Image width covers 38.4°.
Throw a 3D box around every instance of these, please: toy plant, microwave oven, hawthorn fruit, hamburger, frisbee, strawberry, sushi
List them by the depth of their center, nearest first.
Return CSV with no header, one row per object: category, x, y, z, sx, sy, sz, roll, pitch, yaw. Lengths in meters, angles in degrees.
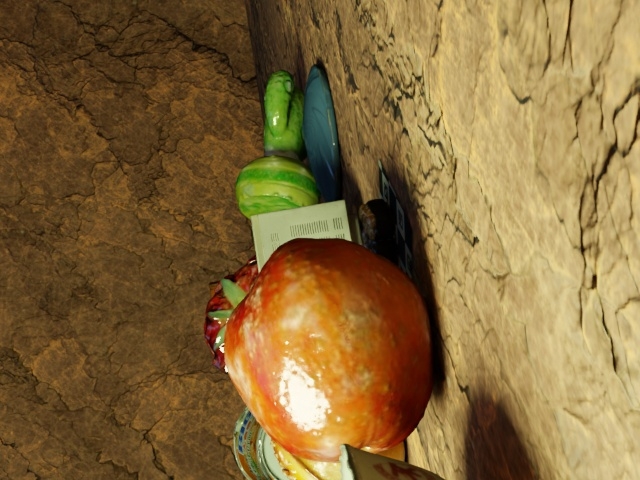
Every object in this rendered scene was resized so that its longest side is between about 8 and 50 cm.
hawthorn fruit,0.019,0.133,1.126,0.284,0.284,0.285,172,90,-84
sushi,0.080,0.025,1.282,0.192,0.050,0.215,-107,10,-55
hamburger,0.028,0.329,1.422,0.147,0.236,0.237,-65,17,17
microwave oven,-0.008,0.071,1.540,0.145,0.193,0.241,87,173,-79
frisbee,-0.007,-0.203,1.820,0.289,0.049,0.290,172,90,-84
strawberry,-0.086,0.157,1.895,0.310,0.291,0.292,-4,-94,-86
toy plant,-0.074,-0.200,2.010,0.224,0.184,0.316,52,-138,-61

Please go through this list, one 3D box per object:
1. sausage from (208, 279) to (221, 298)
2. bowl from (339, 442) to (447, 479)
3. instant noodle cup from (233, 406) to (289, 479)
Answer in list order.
sausage,-0.129,0.195,2.392,0.233,0.287,0.233,168,90,-86
bowl,0.117,0.346,0.851,0.337,0.157,0.337,173,90,-85
instant noodle cup,-0.066,0.530,2.390,0.214,0.296,0.297,152,110,-74
